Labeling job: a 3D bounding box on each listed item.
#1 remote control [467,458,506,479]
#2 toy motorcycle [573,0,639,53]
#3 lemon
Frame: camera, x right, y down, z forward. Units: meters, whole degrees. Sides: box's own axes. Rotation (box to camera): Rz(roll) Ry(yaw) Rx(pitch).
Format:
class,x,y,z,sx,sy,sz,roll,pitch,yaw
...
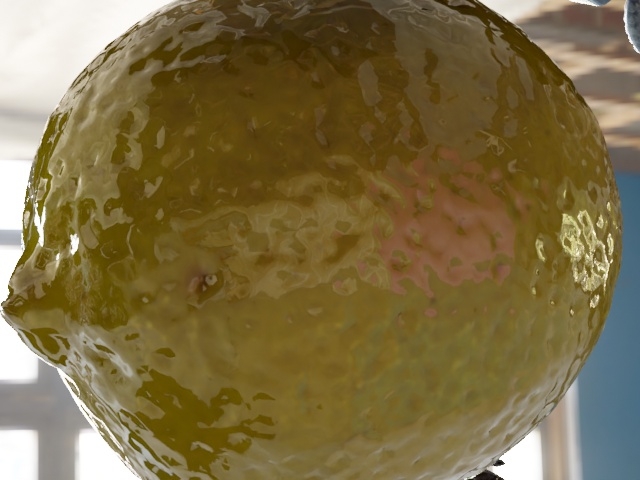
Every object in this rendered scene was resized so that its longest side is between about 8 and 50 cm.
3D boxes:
class,x,y,z,sx,sy,sz,roll,pitch,yaw
remote control,0.008,0.321,1.139,0.145,0.398,0.062,21,-5,37
toy motorcycle,0.150,-0.204,0.886,0.254,0.135,0.092,29,1,-27
lemon,0.000,0.001,0.701,0.267,0.267,0.267,-2,-8,0
